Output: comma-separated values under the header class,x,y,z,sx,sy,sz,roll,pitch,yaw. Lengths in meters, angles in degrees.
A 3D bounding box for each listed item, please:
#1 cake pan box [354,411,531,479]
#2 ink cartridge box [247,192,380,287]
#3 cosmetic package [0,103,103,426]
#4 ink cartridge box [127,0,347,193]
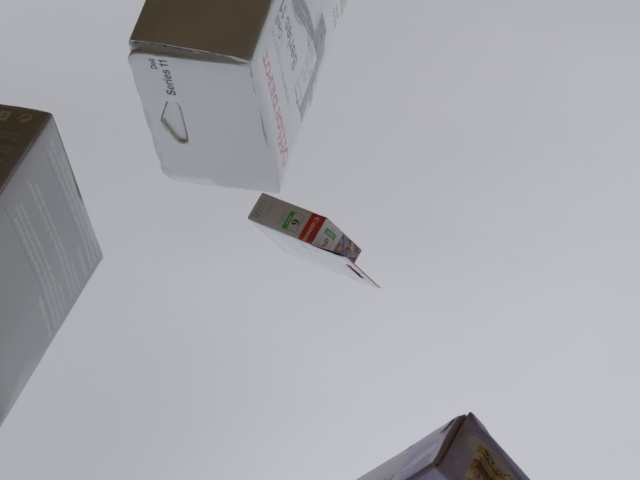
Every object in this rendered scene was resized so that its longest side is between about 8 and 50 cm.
class,x,y,z,sx,sy,sz,roll,pitch,yaw
cake pan box,0.090,0.272,1.304,0.246,0.267,0.070,-34,-168,38
ink cartridge box,0.000,0.000,1.640,0.115,0.063,0.029,21,-104,40
cosmetic package,-0.223,0.043,1.088,0.107,0.127,0.238,12,-132,23
ink cartridge box,-0.047,-0.157,1.323,0.087,0.153,0.208,10,-121,14
